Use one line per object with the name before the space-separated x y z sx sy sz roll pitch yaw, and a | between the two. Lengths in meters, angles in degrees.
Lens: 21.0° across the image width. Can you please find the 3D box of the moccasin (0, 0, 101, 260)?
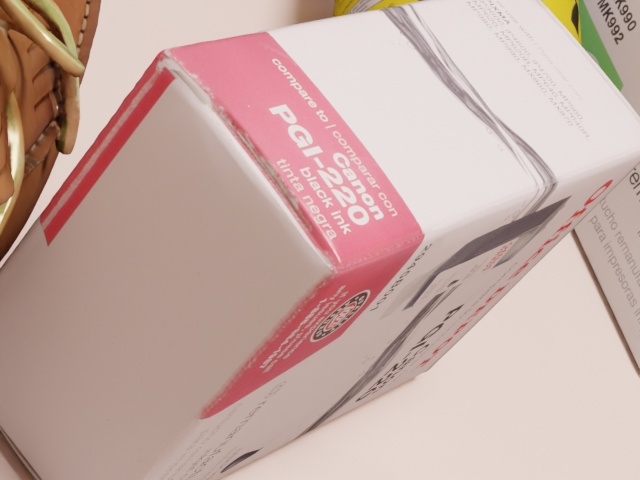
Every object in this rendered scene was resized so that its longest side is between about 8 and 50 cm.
moccasin | -0.149 -0.043 0.525 0.139 0.147 0.380 39 35 -7

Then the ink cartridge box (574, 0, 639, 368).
ink cartridge box | 0.252 -0.090 0.847 0.122 0.289 0.211 11 46 -38

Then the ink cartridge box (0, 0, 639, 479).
ink cartridge box | 0.000 0.000 0.617 0.092 0.158 0.218 51 36 12

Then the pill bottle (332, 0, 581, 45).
pill bottle | 0.065 -0.107 0.831 0.119 0.119 0.208 29 37 -19
